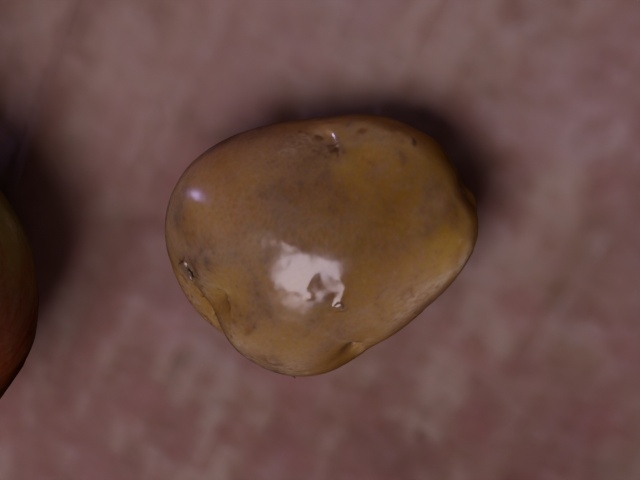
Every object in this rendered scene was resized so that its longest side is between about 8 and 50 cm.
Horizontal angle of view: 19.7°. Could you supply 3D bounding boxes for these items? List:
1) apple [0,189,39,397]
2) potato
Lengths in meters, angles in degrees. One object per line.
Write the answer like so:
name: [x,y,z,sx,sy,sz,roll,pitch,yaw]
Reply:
apple: [-0.144,0.016,0.517,0.102,0.126,0.126,57,132,27]
potato: [0.000,0.000,0.482,0.083,0.062,0.068,-28,122,12]
